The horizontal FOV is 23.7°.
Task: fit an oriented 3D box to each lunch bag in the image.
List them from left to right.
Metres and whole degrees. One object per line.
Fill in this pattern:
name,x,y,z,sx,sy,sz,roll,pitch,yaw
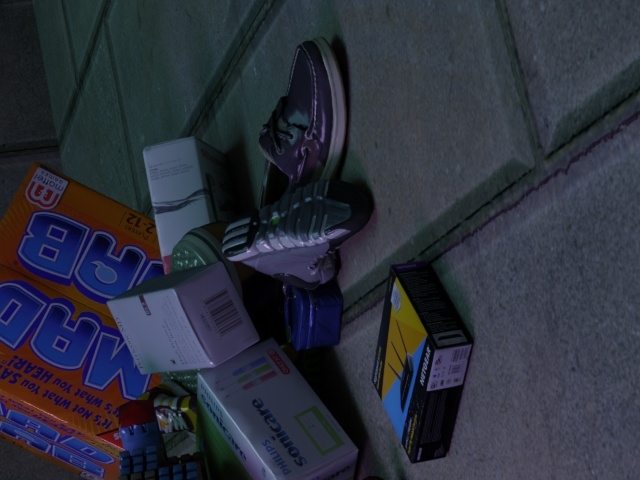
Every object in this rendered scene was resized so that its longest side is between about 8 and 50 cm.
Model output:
lunch bag,-0.014,0.090,1.958,0.067,0.065,0.098,-123,29,-52

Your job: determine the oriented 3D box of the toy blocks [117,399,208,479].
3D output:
toy blocks,-0.188,0.373,1.929,0.381,0.191,0.261,-103,4,-59

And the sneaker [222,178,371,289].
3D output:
sneaker,0.000,0.000,1.867,0.229,0.132,0.086,-13,53,41

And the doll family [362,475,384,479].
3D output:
doll family,0.005,0.377,1.820,0.118,0.263,0.163,57,-166,-53

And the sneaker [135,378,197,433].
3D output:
sneaker,-0.206,0.250,2.151,0.185,0.084,0.069,6,120,60

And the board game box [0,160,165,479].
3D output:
board game box,-0.403,0.150,2.498,0.356,0.356,0.356,-65,6,-22

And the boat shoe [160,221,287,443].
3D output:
boat shoe,-0.125,0.152,2.181,0.187,0.156,0.500,45,147,29

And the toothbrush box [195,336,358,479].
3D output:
toothbrush box,-0.066,0.302,2.023,0.206,0.122,0.283,50,153,31

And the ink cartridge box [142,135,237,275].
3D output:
ink cartridge box,-0.186,-0.035,2.303,0.158,0.092,0.218,27,-132,-75

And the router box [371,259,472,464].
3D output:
router box,0.105,0.131,1.639,0.133,0.046,0.179,-116,25,-45

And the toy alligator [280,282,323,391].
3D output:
toy alligator,-0.022,0.139,2.041,0.051,0.056,0.189,8,110,28

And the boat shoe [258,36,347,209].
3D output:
boat shoe,-0.030,-0.116,1.870,0.103,0.092,0.285,-116,25,-44

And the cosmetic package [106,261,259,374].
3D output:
cosmetic package,-0.183,0.104,1.983,0.231,0.085,0.117,-16,101,59
